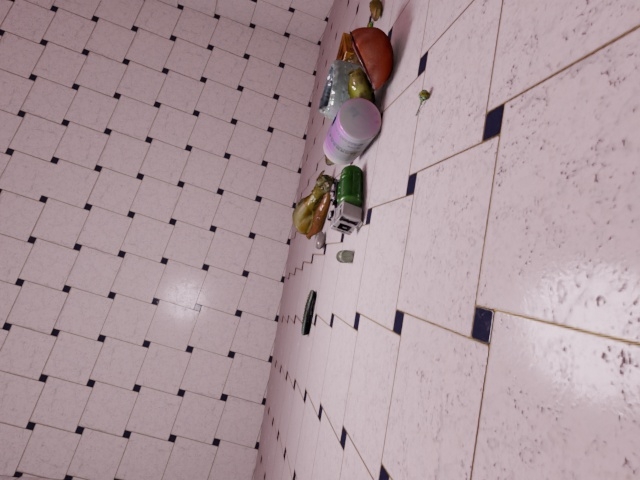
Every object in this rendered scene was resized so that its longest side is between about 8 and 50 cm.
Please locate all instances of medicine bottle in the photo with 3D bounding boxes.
[{"bbox_3d":[0.084,0.056,1.473,0.083,0.047,0.047,164,116,-80],"label":"medicine bottle"},{"bbox_3d":[0.105,-0.379,1.483,0.254,0.152,0.152,140,139,-75],"label":"medicine bottle"}]

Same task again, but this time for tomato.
[{"bbox_3d":[0.182,-0.596,1.346,0.199,0.112,0.228,53,-157,-39],"label":"tomato"}]

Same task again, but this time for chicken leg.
[{"bbox_3d":[-0.035,-0.194,2.177,0.429,0.152,0.202,122,153,-46],"label":"chicken leg"}]

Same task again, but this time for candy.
[{"bbox_3d":[0.246,-0.337,1.028,0.025,0.023,0.083,-38,-15,-23],"label":"candy"}]

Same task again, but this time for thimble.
[{"bbox_3d":[0.096,-0.604,1.708,0.205,0.171,0.250,171,110,-78],"label":"thimble"}]

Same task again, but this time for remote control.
[{"bbox_3d":[-0.058,0.348,2.007,0.072,0.042,0.222,-154,75,-80],"label":"remote control"}]

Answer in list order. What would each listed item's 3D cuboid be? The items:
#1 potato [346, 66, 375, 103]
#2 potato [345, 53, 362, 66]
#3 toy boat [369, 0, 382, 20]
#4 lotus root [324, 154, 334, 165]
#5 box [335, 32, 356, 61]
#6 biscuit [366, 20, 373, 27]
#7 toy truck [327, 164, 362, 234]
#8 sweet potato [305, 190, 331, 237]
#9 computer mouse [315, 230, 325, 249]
[{"bbox_3d":[0.141,-0.518,1.447,0.225,0.090,0.118,14,-122,-76],"label":"potato"},{"bbox_3d":[0.134,-0.758,1.880,0.101,0.089,0.172,-107,30,-64],"label":"potato"},{"bbox_3d":[0.221,-0.937,1.685,0.049,0.047,0.149,110,165,-47],"label":"toy boat"},{"bbox_3d":[0.072,-0.422,1.965,0.144,0.070,0.143,116,155,-46],"label":"lotus root"},{"bbox_3d":[0.130,-0.907,2.093,0.274,0.076,0.174,-91,13,-47],"label":"box"},{"bbox_3d":[0.212,-0.930,1.818,0.089,0.016,0.046,-101,24,-64],"label":"biscuit"},{"bbox_3d":[0.098,-0.147,1.463,0.125,0.101,0.243,-48,29,50],"label":"toy truck"},{"bbox_3d":[-0.002,-0.119,2.097,0.072,0.066,0.315,-100,24,-44],"label":"sweet potato"},{"bbox_3d":[0.002,0.001,2.023,0.066,0.039,0.096,111,173,-46],"label":"computer mouse"}]
